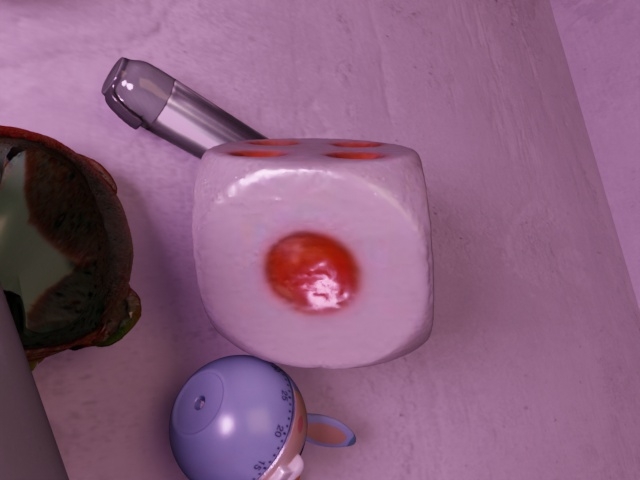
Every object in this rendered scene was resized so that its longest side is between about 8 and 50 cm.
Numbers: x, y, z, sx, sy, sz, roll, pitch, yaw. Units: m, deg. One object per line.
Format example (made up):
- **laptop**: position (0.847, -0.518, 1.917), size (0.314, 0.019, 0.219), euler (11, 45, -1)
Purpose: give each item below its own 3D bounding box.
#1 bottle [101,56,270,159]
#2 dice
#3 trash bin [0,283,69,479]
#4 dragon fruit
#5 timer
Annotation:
- **bottle**: position (-0.174, -0.154, 0.811), size (0.254, 0.080, 0.096), euler (30, 51, -33)
- **dice**: position (0.000, 0.000, 0.728), size (0.251, 0.260, 0.242), euler (-76, 164, -74)
- **trash bin**: position (-0.321, 0.121, 0.364), size (0.280, 0.281, 0.431), euler (-29, 109, -46)
- **dragon fruit**: position (-0.310, 0.008, 0.587), size (0.268, 0.130, 0.295), euler (38, 50, -33)
- **timer**: position (-0.059, 0.245, 0.689), size (0.255, 0.175, 0.175), euler (43, 48, -16)
